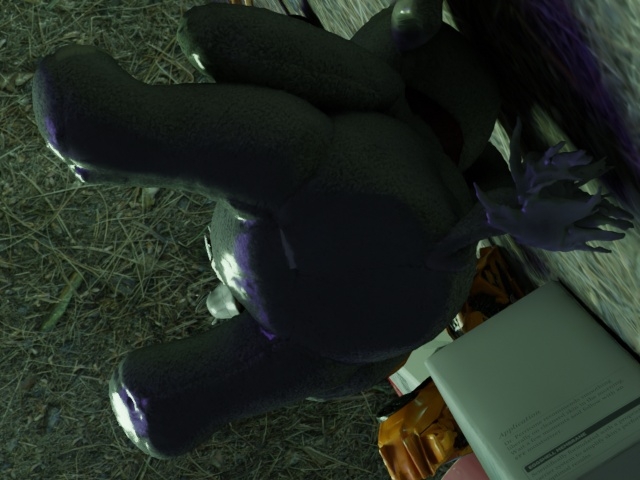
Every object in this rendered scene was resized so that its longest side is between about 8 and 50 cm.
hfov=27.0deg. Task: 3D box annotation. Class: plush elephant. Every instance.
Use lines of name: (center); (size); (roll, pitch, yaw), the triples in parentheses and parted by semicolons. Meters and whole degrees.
plush elephant: (0.015, -0.056, 0.832); (0.255, 0.330, 0.271); (-79, -24, -59)

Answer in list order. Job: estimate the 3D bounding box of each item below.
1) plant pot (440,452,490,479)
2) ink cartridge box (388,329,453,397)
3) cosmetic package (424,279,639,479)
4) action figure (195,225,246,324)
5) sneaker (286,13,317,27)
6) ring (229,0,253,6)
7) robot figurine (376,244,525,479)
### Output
plant pot: (0.226, 0.311, 1.444); (0.180, 0.201, 0.201); (44, 172, 31)
ink cartridge box: (0.197, 0.206, 1.693); (0.273, 0.114, 0.197); (44, 170, 42)
cosmetic package: (0.216, 0.189, 1.047); (0.224, 0.138, 0.224); (59, 180, -27)
action figure: (0.000, 0.000, 1.323); (0.099, 0.285, 0.185); (57, 178, 45)
sneaker: (0.013, -0.142, 1.621); (0.283, 0.107, 0.124); (58, 173, -5)
ring: (-0.103, -0.276, 1.696); (0.336, 0.032, 0.336); (-10, -90, -88)
robot figurine: (0.118, 0.099, 1.234); (0.211, 0.085, 0.291); (60, -143, -3)
